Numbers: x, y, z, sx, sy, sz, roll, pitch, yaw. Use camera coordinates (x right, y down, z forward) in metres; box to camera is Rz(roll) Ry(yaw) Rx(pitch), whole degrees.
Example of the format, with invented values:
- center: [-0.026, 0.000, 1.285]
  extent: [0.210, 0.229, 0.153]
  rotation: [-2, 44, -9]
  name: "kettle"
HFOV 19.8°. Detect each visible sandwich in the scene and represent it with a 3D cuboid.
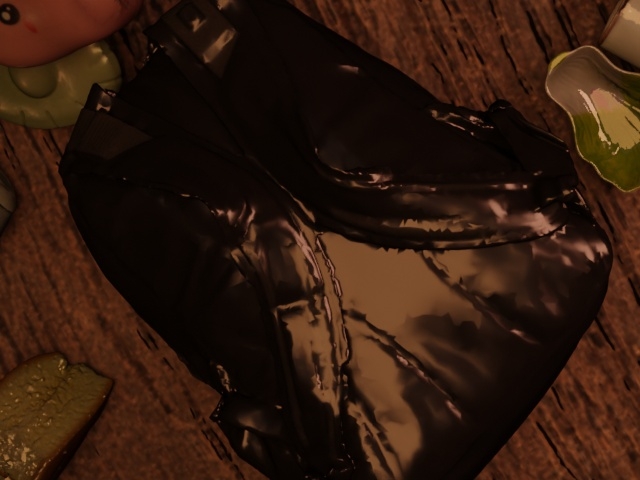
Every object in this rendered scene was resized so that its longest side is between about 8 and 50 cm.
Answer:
- center: [-0.286, 0.207, 1.624]
  extent: [0.090, 0.088, 0.244]
  rotation: [35, 97, 7]
  name: "sandwich"

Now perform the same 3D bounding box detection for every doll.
- center: [-0.223, -0.244, 1.556]
  extent: [0.268, 0.216, 0.284]
  rotation: [-16, 106, 29]
  name: "doll"

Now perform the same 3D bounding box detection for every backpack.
- center: [0.000, 0.000, 1.504]
  extent: [0.445, 0.255, 0.363]
  rotation: [37, 91, 6]
  name: "backpack"

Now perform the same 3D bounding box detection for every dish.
- center: [0.250, -0.110, 1.567]
  extent: [0.137, 0.039, 0.091]
  rotation: [45, 105, 1]
  name: "dish"

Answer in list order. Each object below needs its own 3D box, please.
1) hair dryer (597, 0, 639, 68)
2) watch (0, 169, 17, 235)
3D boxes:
- center: [0.347, -0.235, 1.545]
  extent: [0.131, 0.073, 0.236]
  rotation: [30, 88, 2]
  name: "hair dryer"
- center: [-0.384, -0.039, 1.631]
  extent: [0.193, 0.068, 0.206]
  rotation: [-35, 92, 7]
  name: "watch"
